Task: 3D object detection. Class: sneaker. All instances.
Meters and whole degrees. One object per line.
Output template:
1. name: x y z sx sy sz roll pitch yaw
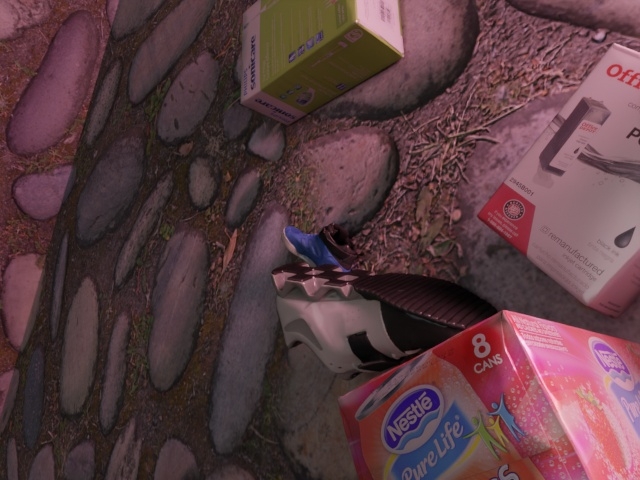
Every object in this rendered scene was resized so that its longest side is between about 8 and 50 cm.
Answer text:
1. sneaker: 0.001 0.000 0.815 0.152 0.058 0.084 45 116 39
2. sneaker: 0.075 0.119 0.677 0.331 0.123 0.146 6 103 42

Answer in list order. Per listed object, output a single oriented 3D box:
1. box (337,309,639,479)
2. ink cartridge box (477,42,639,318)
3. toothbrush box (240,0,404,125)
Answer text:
1. box: 0.180 0.163 0.401 0.154 0.300 0.142 -39 53 33
2. ink cartridge box: 0.292 -0.057 0.508 0.217 0.092 0.158 -54 46 17
3. toothbrush box: -0.009 -0.361 0.894 0.283 0.122 0.206 -19 65 41
